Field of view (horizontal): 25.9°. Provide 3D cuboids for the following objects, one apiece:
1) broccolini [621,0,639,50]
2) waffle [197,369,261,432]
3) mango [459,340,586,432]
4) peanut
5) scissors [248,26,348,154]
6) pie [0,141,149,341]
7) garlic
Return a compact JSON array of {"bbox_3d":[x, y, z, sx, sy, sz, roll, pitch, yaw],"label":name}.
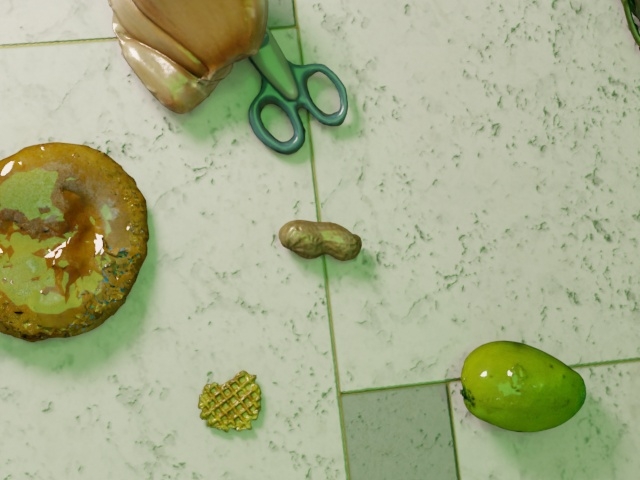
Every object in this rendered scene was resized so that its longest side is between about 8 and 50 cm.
[{"bbox_3d":[0.503,-0.248,1.940,0.078,0.074,0.392,-27,86,-5],"label":"broccolini"},{"bbox_3d":[-0.118,0.211,1.810,0.085,0.016,0.078,-6,83,-9],"label":"waffle"},{"bbox_3d":[0.270,0.194,1.835,0.178,0.100,0.119,8,79,-16],"label":"mango"},{"bbox_3d":[0.000,0.000,1.840,0.113,0.054,0.054,8,82,-8],"label":"peanut"},{"bbox_3d":[-0.081,-0.257,1.863,0.138,0.041,0.289,-33,90,-4],"label":"scissors"},{"bbox_3d":[-0.344,0.001,1.775,0.273,0.069,0.273,1,87,-10],"label":"pie"},{"bbox_3d":[-0.176,-0.308,1.808,0.217,0.110,0.228,-36,98,19],"label":"garlic"}]
